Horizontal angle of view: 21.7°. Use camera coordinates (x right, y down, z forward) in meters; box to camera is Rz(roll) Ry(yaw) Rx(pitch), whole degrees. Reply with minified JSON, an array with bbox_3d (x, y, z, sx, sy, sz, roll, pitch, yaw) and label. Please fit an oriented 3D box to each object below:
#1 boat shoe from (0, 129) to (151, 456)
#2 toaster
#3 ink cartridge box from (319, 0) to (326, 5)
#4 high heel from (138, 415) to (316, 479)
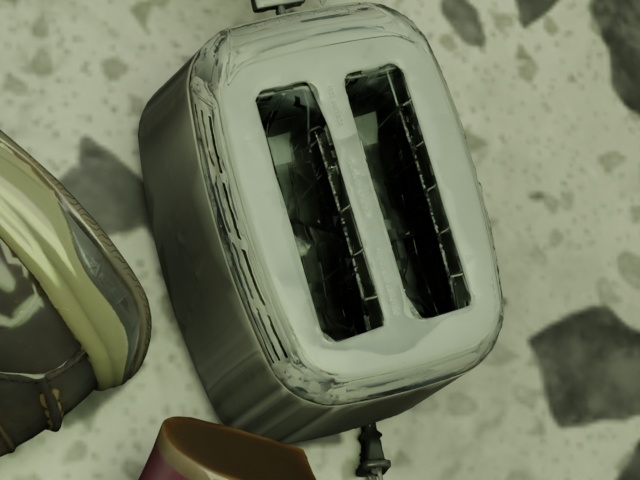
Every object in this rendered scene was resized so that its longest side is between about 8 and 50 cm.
[{"bbox_3d":[-0.229,-0.046,0.722,0.355,0.132,0.130,46,71,1],"label":"boat shoe"},{"bbox_3d":[0.000,0.000,0.760,0.129,0.146,0.227,-12,81,-16],"label":"toaster"},{"bbox_3d":[-0.039,-0.261,0.765,0.097,0.255,0.188,3,45,26],"label":"ink cartridge box"},{"bbox_3d":[0.053,0.220,0.768,0.377,0.127,0.181,24,103,-13],"label":"high heel"}]
